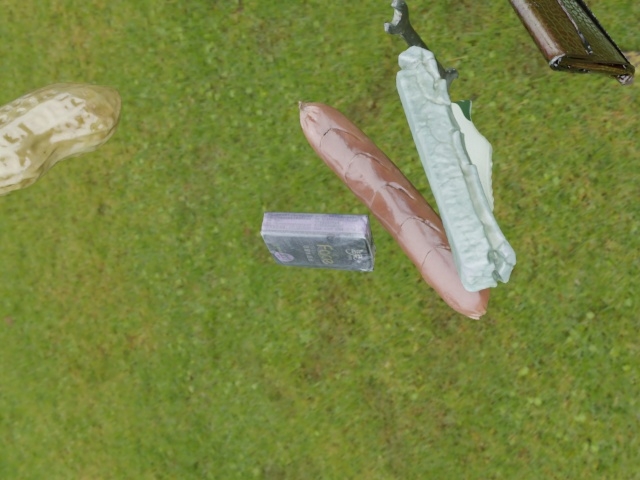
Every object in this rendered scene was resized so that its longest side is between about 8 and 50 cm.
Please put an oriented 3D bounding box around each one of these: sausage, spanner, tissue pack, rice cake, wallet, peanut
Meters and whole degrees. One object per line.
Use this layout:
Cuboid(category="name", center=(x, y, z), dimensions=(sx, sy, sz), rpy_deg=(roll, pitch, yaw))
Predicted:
Cuboid(category="sausage", center=(0.115, -0.055, 1.298), dimensions=(0.433, 0.088, 0.088), rpy_deg=(50, 130, 3))
Cuboid(category="spanner", center=(0.153, -0.279, 1.257), dimensions=(0.015, 0.254, 0.054), rpy_deg=(30, 89, 33))
Cuboid(category="tissue pack", center=(0.000, 0.000, 1.242), dimensions=(0.156, 0.112, 0.051), rpy_deg=(2, 64, 12))
Cuboid(category="rice cake", center=(0.150, -0.097, 1.005), dimensions=(0.066, 0.063, 0.336), rpy_deg=(76, 180, -58))
Cuboid(category="wallet", center=(0.243, -0.273, 0.923), dimensions=(0.039, 0.132, 0.243), rpy_deg=(-51, 50, 39))
Cuboid(category="peanut", center=(-0.293, -0.106, 0.862), dimensions=(0.083, 0.194, 0.093), rpy_deg=(65, 177, -23))

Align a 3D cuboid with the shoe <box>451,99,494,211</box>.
Cuboid(category="shoe", center=(0.260, -0.118, 1.441), dimensions=(0.265, 0.110, 0.095), rpy_deg=(63, 164, -7))
